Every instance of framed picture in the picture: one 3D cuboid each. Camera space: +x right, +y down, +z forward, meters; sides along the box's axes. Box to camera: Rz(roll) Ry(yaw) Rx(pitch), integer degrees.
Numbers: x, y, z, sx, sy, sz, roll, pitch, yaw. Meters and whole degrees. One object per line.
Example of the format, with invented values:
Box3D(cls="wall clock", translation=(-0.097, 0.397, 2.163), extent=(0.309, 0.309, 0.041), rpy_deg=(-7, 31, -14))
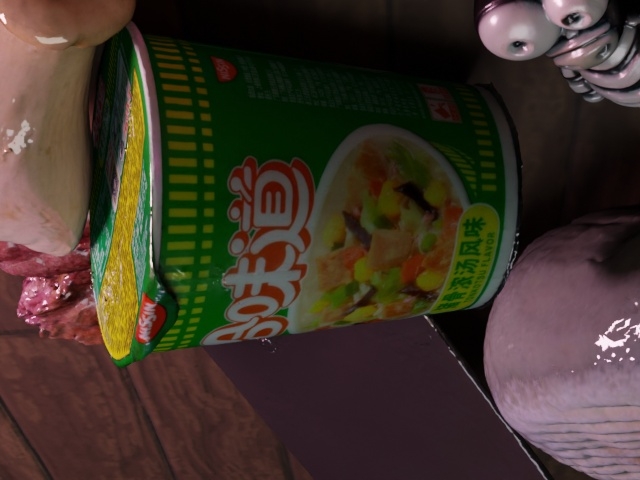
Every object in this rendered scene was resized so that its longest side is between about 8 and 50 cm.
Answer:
Box3D(cls="framed picture", translation=(0.071, 0.175, 1.260), extent=(0.244, 0.013, 0.324), rpy_deg=(-14, 122, 45))

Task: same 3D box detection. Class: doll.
Box3D(cls="doll", translation=(0.153, -0.125, 0.880), extent=(0.091, 0.067, 0.219), rpy_deg=(-23, 143, 39))

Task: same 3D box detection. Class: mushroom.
Box3D(cls="mushroom", translation=(-0.175, -0.084, 0.901), extent=(0.096, 0.108, 0.247), rpy_deg=(-18, 151, -30))

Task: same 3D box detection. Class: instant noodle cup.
Box3D(cls="instant noodle cup", translation=(-0.011, -0.023, 0.936), extent=(0.233, 0.207, 0.207), rpy_deg=(1, 151, -18))

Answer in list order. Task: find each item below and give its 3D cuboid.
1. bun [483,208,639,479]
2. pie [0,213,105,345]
Box3D(cls="bun", translation=(0.301, 0.084, 1.110), extent=(0.354, 0.194, 0.354), rpy_deg=(13, 161, 5))
Box3D(cls="pie", translation=(-0.164, 0.009, 1.115), extent=(0.204, 0.054, 0.218), rpy_deg=(-7, 148, 9))
